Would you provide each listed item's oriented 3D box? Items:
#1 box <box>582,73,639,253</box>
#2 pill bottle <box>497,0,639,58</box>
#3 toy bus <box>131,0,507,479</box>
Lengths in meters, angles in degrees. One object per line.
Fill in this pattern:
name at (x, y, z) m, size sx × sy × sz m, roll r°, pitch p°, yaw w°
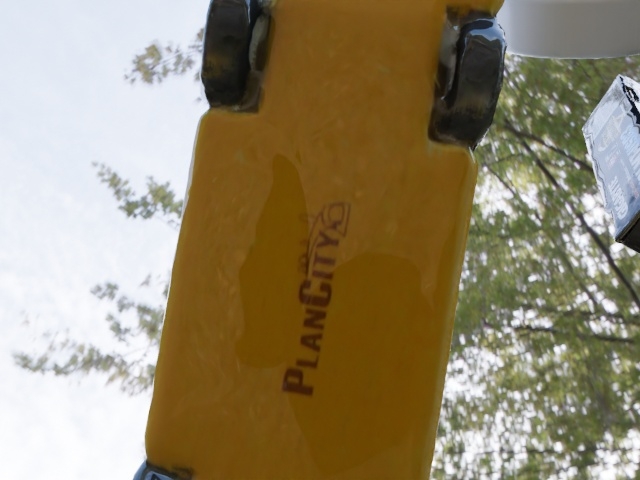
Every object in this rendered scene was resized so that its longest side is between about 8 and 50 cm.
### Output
box at (0.361, -0.008, 0.716) m, size 0.295 × 0.293 × 0.073 m, roll 28°, pitch -63°, yaw -1°
pill bottle at (0.244, -0.377, 0.805) m, size 0.223 × 0.224 × 0.393 m, roll -2°, pitch -68°, yaw 5°
toy bus at (0.000, 0.000, 0.369) m, size 0.108 × 0.130 × 0.333 m, roll 9°, pitch -93°, yaw -1°
